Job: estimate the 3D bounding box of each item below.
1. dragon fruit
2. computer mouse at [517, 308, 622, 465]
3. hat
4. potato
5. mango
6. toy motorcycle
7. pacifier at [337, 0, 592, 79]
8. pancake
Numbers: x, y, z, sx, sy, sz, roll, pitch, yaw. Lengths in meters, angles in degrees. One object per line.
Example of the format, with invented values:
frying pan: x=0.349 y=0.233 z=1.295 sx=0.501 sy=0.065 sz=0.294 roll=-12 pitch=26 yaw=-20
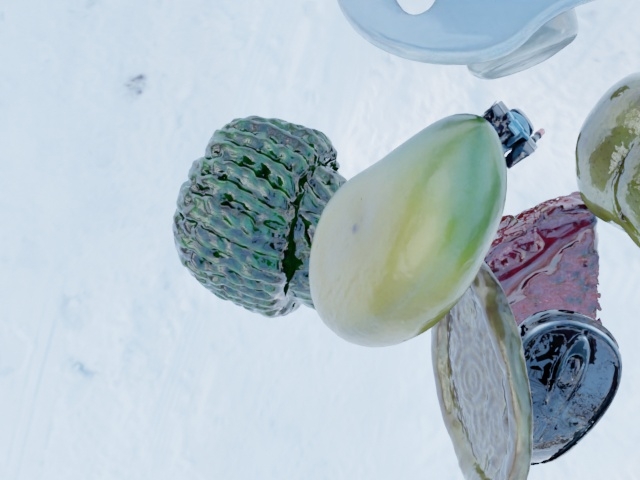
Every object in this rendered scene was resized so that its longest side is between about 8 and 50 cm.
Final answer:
dragon fruit: x=0.363 y=0.039 z=1.486 sx=0.240 sy=0.302 sz=0.330 roll=30 pitch=143 yaw=12
computer mouse: x=0.252 y=0.184 z=1.117 sx=0.137 sy=0.096 sz=0.233 roll=14 pitch=127 yaw=-8
hat: x=0.000 y=0.000 z=1.223 sx=0.332 sy=0.274 sz=0.242 roll=25 pitch=82 yaw=14
potato: x=0.476 y=-0.073 z=1.242 sx=0.202 sy=0.351 sz=0.218 roll=16 pitch=115 yaw=-41
mango: x=0.059 y=0.003 z=0.700 sx=0.091 sy=0.237 sz=0.137 roll=4 pitch=73 yaw=-19
toy motorcycle: x=0.255 y=-0.135 z=1.629 sx=0.124 sy=0.182 sz=0.272 roll=52 pitch=137 yaw=0
pacifier: x=0.149 y=-0.205 z=0.732 sx=0.279 sy=0.227 sz=0.207 roll=-23 pitch=140 yaw=1
pancake: x=0.143 y=0.125 z=0.902 sx=0.031 sy=0.250 sz=0.250 roll=-8 pitch=103 yaw=-9
